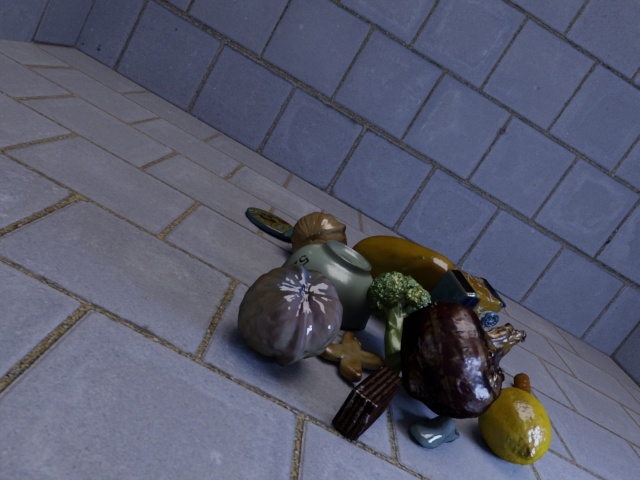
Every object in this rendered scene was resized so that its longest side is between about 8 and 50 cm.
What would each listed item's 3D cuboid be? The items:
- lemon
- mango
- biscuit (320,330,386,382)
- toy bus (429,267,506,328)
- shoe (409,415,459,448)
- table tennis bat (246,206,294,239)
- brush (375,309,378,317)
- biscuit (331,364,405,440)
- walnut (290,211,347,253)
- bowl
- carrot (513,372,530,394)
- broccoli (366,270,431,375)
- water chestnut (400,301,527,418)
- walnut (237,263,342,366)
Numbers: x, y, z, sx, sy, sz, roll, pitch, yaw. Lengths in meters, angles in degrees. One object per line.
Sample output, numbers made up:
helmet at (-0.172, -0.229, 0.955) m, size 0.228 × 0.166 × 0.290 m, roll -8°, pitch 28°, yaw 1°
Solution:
lemon at (0.537, 0.510, 1.574) m, size 0.188 × 0.188 × 0.256 m, roll 27°, pitch 21°, yaw -16°
mango at (0.291, 0.122, 2.054) m, size 0.446 × 0.232 × 0.299 m, roll 2°, pitch -51°, yaw 39°
biscuit at (0.083, 0.320, 1.566) m, size 0.164 × 0.047 × 0.208 m, roll 37°, pitch 15°, yaw 25°
toy bus at (0.426, 0.266, 1.873) m, size 0.194 × 0.323 × 0.161 m, roll 21°, pitch 25°, yaw -28°
shoe at (0.303, 0.474, 1.443) m, size 0.195 × 0.078 × 0.079 m, roll 20°, pitch 18°, yaw -49°
table tennis bat at (-0.158, -0.046, 2.311) m, size 0.329 × 0.044 × 0.215 m, roll 31°, pitch 13°, yaw 7°
brush at (0.213, 0.264, 2.080) m, size 0.016 × 0.013 × 0.083 m, roll 35°, pitch 16°, yaw 4°
biscuit at (0.118, 0.376, 1.337) m, size 0.070 × 0.106 × 0.252 m, roll 34°, pitch 14°, yaw 18°
walnut at (0.000, 0.000, 2.140) m, size 0.225 × 0.224 × 0.261 m, roll 35°, pitch 10°, yaw 12°
bowl at (0.049, 0.121, 1.881) m, size 0.354 × 0.185 × 0.354 m, roll 29°, pitch 15°, yaw -9°
carrot at (0.757, 0.565, 2.097) m, size 0.061 × 0.061 × 0.209 m, roll 32°, pitch 18°, yaw 3°
broccoli at (0.244, 0.208, 1.712) m, size 0.302 × 0.186 × 0.253 m, roll -79°, pitch 146°, yaw -66°
water chestnut at (0.374, 0.308, 1.491) m, size 0.347 × 0.334 × 0.335 m, roll -12°, pitch 10°, yaw 11°
walnut at (-0.073, 0.181, 1.358) m, size 0.249 × 0.248 × 0.248 m, roll 29°, pitch 15°, yaw -8°
